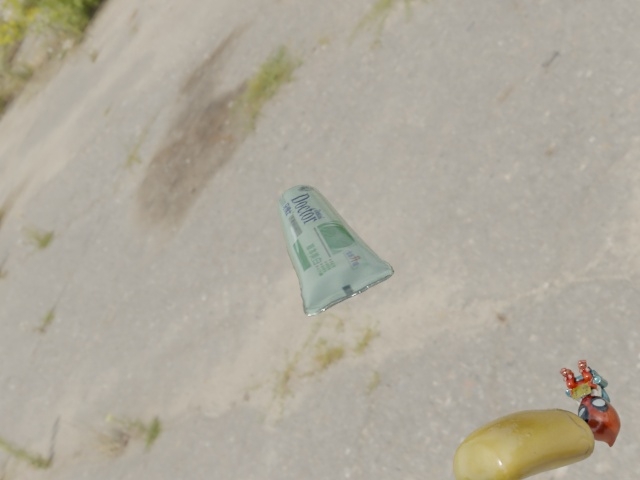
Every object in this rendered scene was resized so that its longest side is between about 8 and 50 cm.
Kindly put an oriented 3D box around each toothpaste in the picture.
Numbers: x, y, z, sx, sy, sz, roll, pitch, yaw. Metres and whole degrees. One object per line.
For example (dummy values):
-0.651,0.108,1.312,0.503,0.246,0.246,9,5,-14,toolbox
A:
0.000,0.000,0.774,0.064,0.041,0.218,-25,21,-2,toothpaste

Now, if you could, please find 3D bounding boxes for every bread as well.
0.299,0.307,1.590,0.147,0.217,0.098,-36,66,52,bread

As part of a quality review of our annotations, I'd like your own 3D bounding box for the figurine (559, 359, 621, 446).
0.444,0.270,1.731,0.068,0.075,0.140,-32,48,21,figurine
